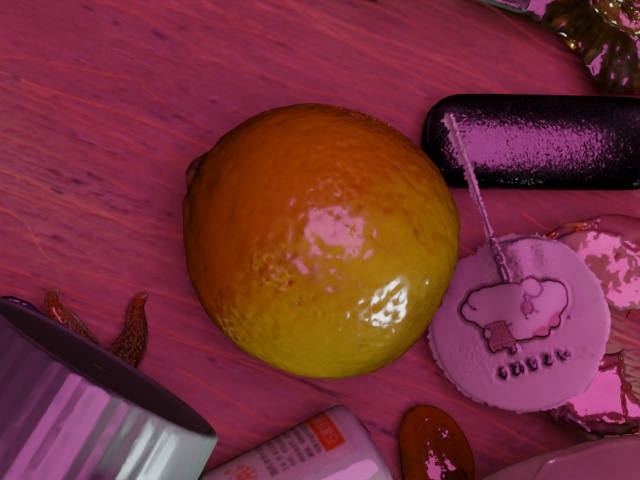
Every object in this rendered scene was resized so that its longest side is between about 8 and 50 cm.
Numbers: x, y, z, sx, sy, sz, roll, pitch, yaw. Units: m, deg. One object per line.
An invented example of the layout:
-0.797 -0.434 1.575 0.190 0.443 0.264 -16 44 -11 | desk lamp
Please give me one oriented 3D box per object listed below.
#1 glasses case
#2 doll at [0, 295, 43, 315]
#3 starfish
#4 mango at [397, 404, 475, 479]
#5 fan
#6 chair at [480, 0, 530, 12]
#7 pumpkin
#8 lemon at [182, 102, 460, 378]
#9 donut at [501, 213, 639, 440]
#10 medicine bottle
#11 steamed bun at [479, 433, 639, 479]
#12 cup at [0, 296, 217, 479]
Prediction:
0.240 -0.105 1.918 0.267 0.067 0.103 1 86 -7 | glasses case
-0.343 0.103 1.827 0.190 0.050 0.115 24 83 -14 | doll
-0.239 0.146 1.831 0.176 0.053 0.208 -15 94 -19 | starfish
0.120 0.228 1.889 0.079 0.057 0.114 -20 82 -5 | mango
0.184 0.021 1.864 0.191 0.009 0.329 -17 87 10 | fan
0.093 -0.324 1.867 0.270 0.147 0.136 17 82 -5 | chair
0.324 -0.282 1.928 0.290 0.095 0.258 -41 105 0 | pumpkin
0.001 0.001 1.776 0.293 0.293 0.293 0 87 -9 | lemon
0.289 0.082 1.893 0.199 0.085 0.233 27 93 8 | donut
-0.053 0.280 1.814 0.252 0.144 0.144 -29 91 -11 | medicine bottle
0.278 0.312 1.789 0.283 0.283 0.177 -10 68 -9 | steamed bun
-0.269 0.304 1.663 0.401 0.310 0.392 32 90 8 | cup
